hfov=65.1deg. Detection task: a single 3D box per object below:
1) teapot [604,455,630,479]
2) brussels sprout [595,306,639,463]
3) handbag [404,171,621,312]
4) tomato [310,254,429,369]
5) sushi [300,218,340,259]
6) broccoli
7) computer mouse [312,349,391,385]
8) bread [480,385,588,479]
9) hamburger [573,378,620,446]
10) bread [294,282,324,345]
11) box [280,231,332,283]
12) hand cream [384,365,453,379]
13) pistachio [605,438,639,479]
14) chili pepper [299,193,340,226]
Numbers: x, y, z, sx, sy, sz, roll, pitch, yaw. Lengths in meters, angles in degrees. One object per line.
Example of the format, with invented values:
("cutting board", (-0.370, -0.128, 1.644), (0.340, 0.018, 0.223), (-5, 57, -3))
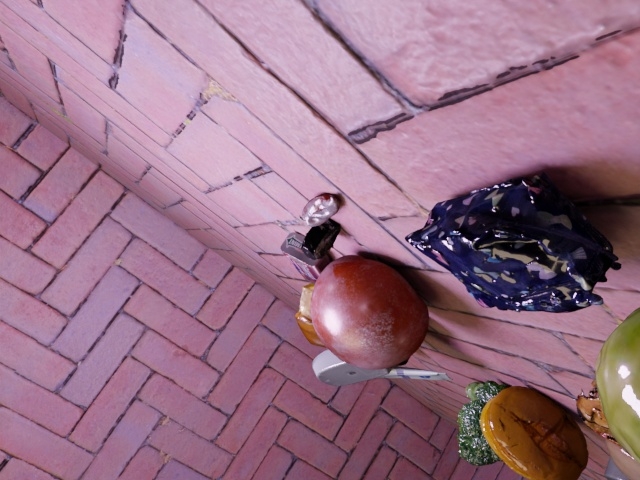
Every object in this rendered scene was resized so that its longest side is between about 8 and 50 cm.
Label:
("teapot", (0.735, 0.554, 1.151), (0.162, 0.149, 0.239), (20, 160, 42))
("brussels sprout", (0.400, 0.159, 0.494), (0.244, 0.244, 0.244), (32, 166, 9))
("handbag", (0.215, 0.013, 0.588), (0.162, 0.113, 0.260), (42, 167, -6))
("tomato", (0.103, 0.167, 1.117), (0.270, 0.227, 0.270), (34, 168, 8))
("sushi", (0.000, 0.000, 1.080), (0.056, 0.083, 0.084), (29, 164, 16))
("broccoli", (0.503, 0.531, 1.488), (0.254, 0.269, 0.269), (44, 164, -16))
("computer mouse", (0.079, 0.331, 1.353), (0.231, 0.079, 0.128), (-21, 136, 33))
("bread", (0.541, 0.497, 1.276), (0.270, 0.195, 0.142), (40, 158, 10))
("hamburger", (0.531, 0.282, 0.794), (0.231, 0.106, 0.231), (35, 165, 11))
("bread", (0.105, 0.248, 1.429), (0.324, 0.143, 0.333), (13, 162, 11))
("box", (-0.021, 0.067, 1.381), (0.120, 0.069, 0.224), (26, 164, 27))
("hand cream", (0.202, 0.365, 1.415), (0.321, 0.067, 0.109), (-2, 156, 25))
("pistachio", (0.618, 0.391, 0.892), (0.132, 0.129, 0.206), (5, 178, -19))
("chili pepper", (0.001, -0.061, 0.967), (0.050, 0.041, 0.153), (18, 155, -20))
